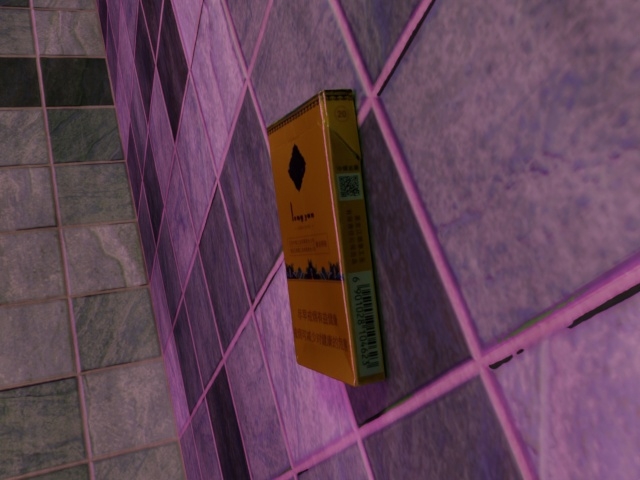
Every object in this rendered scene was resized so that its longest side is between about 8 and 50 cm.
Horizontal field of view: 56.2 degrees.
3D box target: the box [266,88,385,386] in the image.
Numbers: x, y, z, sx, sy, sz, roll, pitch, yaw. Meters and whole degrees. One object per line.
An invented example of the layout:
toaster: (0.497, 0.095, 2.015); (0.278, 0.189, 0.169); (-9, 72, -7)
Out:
box: (0.000, 0.001, 0.624); (0.153, 0.041, 0.279); (173, 90, -67)
